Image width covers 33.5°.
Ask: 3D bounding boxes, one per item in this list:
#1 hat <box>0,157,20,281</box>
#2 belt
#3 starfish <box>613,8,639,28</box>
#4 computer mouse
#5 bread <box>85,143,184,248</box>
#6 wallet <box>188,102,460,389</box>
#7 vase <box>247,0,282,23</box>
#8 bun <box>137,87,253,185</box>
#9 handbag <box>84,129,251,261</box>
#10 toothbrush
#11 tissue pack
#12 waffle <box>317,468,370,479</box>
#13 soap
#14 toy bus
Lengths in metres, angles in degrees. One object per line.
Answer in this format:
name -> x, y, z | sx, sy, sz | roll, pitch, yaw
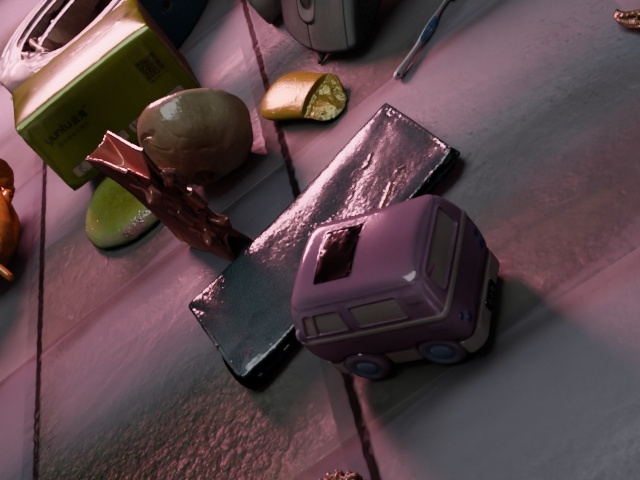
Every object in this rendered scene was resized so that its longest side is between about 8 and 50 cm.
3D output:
hat -> -0.575, 0.004, 1.826 | 0.244, 0.233, 0.233 | -31, 48, -27
belt -> -0.406, -0.405, 1.999 | 0.436, 0.173, 0.300 | -48, 39, 1
starfish -> 0.412, -0.271, 1.132 | 0.213, 0.057, 0.238 | -34, 33, 31
computer mouse -> 0.026, -0.439, 1.536 | 0.188, 0.122, 0.370 | 29, 109, 47
bread -> -0.299, -0.086, 1.712 | 0.228, 0.033, 0.228 | -28, 39, 26
wallet -> 0.000, 0.000, 1.314 | 0.379, 0.046, 0.191 | -46, 37, 1
vase -> -0.028, -0.456, 1.727 | 0.219, 0.096, 0.096 | -37, 37, 10
bun -> -0.179, -0.140, 1.546 | 0.167, 0.173, 0.113 | -11, 71, -4
handbag -> -0.205, -0.056, 1.434 | 0.059, 0.212, 0.157 | -54, 36, -8
toothbrush -> 0.144, -0.284, 1.455 | 0.162, 0.014, 0.017 | -56, 18, -10
tissue pack -> -0.363, -0.250, 1.789 | 0.275, 0.167, 0.200 | -37, 30, 3
waffle -> 0.016, 0.269, 1.065 | 0.075, 0.029, 0.083 | 2, 61, 47
soap -> -0.024, -0.210, 1.542 | 0.168, 0.033, 0.089 | 5, 64, 47
toy bus -> 0.068, 0.048, 1.115 | 0.203, 0.142, 0.142 | -16, 47, 36
